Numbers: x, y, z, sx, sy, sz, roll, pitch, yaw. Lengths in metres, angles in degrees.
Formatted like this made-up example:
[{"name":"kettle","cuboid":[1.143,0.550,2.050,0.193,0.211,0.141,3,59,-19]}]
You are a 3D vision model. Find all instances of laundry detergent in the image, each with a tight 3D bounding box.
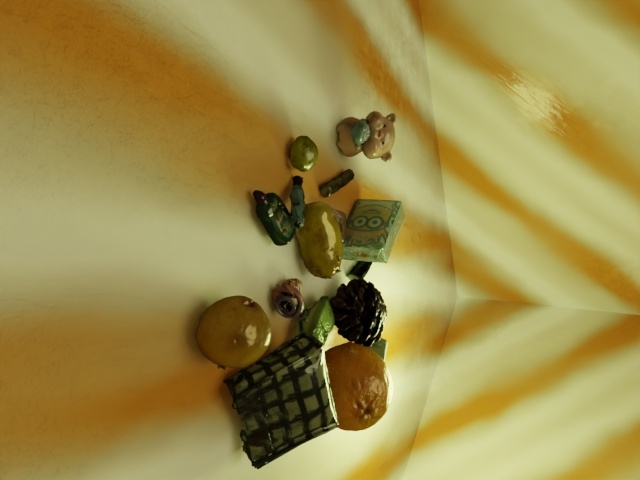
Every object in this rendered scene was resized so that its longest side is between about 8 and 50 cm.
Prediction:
[{"name":"laundry detergent","cuboid":[-0.160,-0.094,1.512,0.222,0.078,0.144,60,34,-40]}]

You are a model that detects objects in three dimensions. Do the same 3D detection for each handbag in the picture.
[{"name":"handbag","cuboid":[-0.118,0.515,1.462,0.326,0.162,0.326,-21,110,-26]}]

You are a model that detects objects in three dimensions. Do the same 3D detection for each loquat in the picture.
[{"name":"loquat","cuboid":[-0.241,0.261,1.276,0.208,0.207,0.208,-9,100,-60]}]

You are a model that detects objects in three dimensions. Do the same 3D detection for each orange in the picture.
[{"name":"orange","cuboid":[0.127,0.588,1.803,0.340,0.293,0.341,-5,107,-18]}]

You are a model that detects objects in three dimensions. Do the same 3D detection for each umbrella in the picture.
[{"name":"umbrella","cuboid":[-0.084,-0.141,1.593,0.053,0.052,0.251,22,42,-26]}]

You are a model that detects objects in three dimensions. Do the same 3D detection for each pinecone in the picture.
[{"name":"pinecone","cuboid":[0.162,0.310,1.947,0.296,0.241,0.299,48,30,-48]}]

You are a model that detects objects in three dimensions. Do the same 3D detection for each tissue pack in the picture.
[{"name":"tissue pack","cuboid":[0.232,-0.048,2.060,0.311,0.227,0.128,-62,143,-35]}]

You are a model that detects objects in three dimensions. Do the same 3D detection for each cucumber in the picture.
[{"name":"cucumber","cuboid":[0.202,0.132,2.181,0.241,0.074,0.075,-44,130,-52]}]

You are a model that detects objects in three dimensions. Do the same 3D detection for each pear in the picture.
[{"name":"pear","cuboid":[-0.059,-0.315,1.640,0.107,0.107,0.132,34,67,-57]}]

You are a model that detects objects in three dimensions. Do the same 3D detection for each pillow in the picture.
[{"name":"pillow","cuboid":[0.033,-0.072,1.886,0.248,0.049,0.135,12,81,-56]}]

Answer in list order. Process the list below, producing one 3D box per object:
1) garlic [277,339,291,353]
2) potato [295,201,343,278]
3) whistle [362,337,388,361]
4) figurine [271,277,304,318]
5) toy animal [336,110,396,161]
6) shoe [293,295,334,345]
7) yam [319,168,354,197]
[{"name":"garlic","cuboid":[-0.128,0.442,1.608,0.195,0.086,0.102,-35,110,-52]},{"name":"potato","cuboid":[0.000,0.000,1.715,0.172,0.140,0.301,-18,105,-19]},{"name":"whistle","cuboid":[0.205,0.631,2.131,0.404,0.168,0.188,-42,127,-52]},{"name":"figurine","cuboid":[-0.116,0.187,1.600,0.157,0.113,0.126,-96,-159,-51]},{"name":"toy animal","cuboid":[0.194,-0.448,1.969,0.229,0.221,0.210,-1,95,-34]},{"name":"shoe","cuboid":[-0.022,0.309,1.739,0.262,0.128,0.140,-68,157,-58]},{"name":"yam","cuboid":[0.074,-0.246,1.934,0.253,0.061,0.061,-41,127,-53]}]
